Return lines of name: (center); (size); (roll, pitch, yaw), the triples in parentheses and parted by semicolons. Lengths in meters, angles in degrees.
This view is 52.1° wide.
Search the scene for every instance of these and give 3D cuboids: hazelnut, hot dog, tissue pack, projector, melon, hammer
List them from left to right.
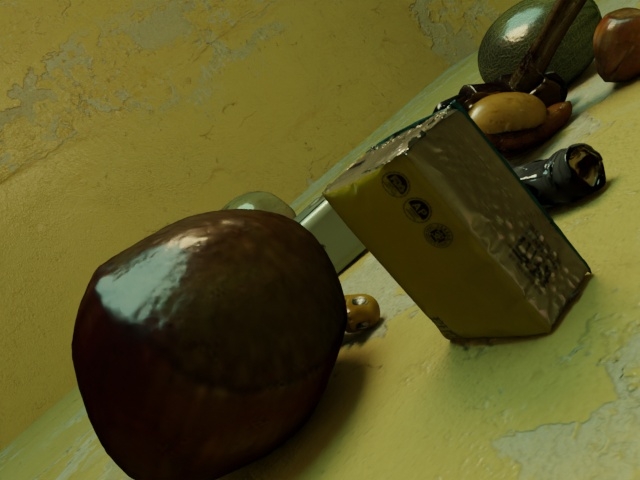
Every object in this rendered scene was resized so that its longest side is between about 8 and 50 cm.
hazelnut: (-0.154, 0.156, 0.956); (0.421, 0.353, 0.420); (16, -90, -83)
melon: (-0.212, 0.013, 1.967); (0.330, 0.269, 0.268); (-55, 11, -2)
projector: (0.000, 0.000, 1.583); (0.242, 0.163, 0.177); (-43, 11, -3)
tissue pack: (0.154, -0.009, 0.783); (0.134, 0.271, 0.192); (-48, 12, -28)
hot dog: (0.384, -0.232, 1.308); (0.326, 0.107, 0.194); (-22, -33, -12)
melon: (0.538, -0.477, 1.607); (0.302, 0.237, 0.237); (-30, 13, 30)
hammer: (0.450, -0.391, 1.299); (0.243, 0.095, 0.408); (-13, -30, -23)
hazelnut: (0.615, -0.386, 1.305); (0.150, 0.150, 0.150); (-37, 10, 8)

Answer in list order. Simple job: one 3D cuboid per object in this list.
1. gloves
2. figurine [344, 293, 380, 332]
gloves: (0.305, -0.084, 1.041); (0.142, 0.119, 0.286); (-31, 19, -30)
figurine: (0.034, 0.129, 1.139); (0.176, 0.121, 0.122); (-12, -3, 39)
